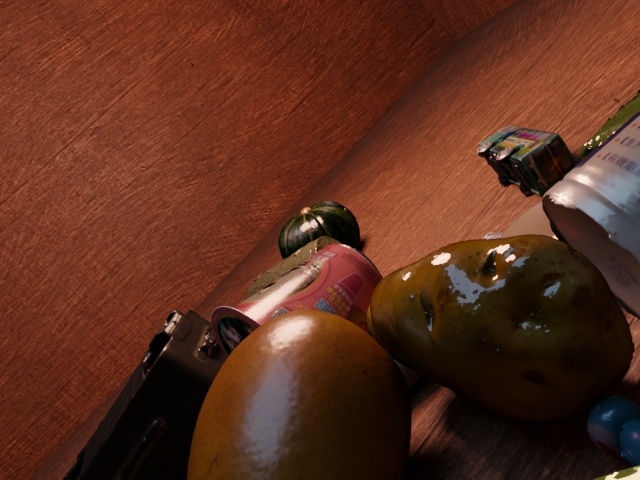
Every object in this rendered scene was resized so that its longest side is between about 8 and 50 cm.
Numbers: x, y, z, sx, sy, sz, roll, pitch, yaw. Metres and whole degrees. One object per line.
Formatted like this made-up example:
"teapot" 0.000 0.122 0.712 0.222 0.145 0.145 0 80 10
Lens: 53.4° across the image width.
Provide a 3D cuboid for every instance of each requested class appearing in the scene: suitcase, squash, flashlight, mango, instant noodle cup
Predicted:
"suitcase" -0.308 0.348 1.190 0.434 0.194 0.283 -57 7 9
"squash" -0.001 -0.004 1.615 0.218 0.172 0.218 -37 7 5
"flashlight" 0.257 0.158 0.487 0.051 0.051 0.129 -44 14 -6
"mango" -0.033 0.251 0.705 0.263 0.221 0.378 -16 41 42
"instant noodle cup" -0.017 0.137 1.092 0.255 0.244 0.244 -39 8 -31

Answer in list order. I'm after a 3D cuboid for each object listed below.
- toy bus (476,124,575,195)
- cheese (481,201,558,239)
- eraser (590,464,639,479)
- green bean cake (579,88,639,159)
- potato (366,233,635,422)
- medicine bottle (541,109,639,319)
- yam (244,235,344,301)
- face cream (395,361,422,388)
"toy bus" 0.364 -0.152 1.156 0.109 0.091 0.262 -35 14 6
"cheese" 0.286 0.006 0.858 0.163 0.082 0.286 -43 11 -7
"eraser" 0.185 0.244 0.318 0.210 0.092 0.274 -35 13 31
"green bean cake" 0.443 -0.146 0.758 0.200 0.113 0.214 -42 3 -9
"potato" 0.156 0.094 0.671 0.195 0.177 0.369 -7 -6 -17
"medicine bottle" 0.385 -0.078 0.557 0.332 0.190 0.190 -41 12 7
"yam" -0.033 0.104 1.368 0.268 0.161 0.161 -33 15 41
"face cream" 0.054 0.213 0.896 0.269 0.073 0.107 -42 14 5
